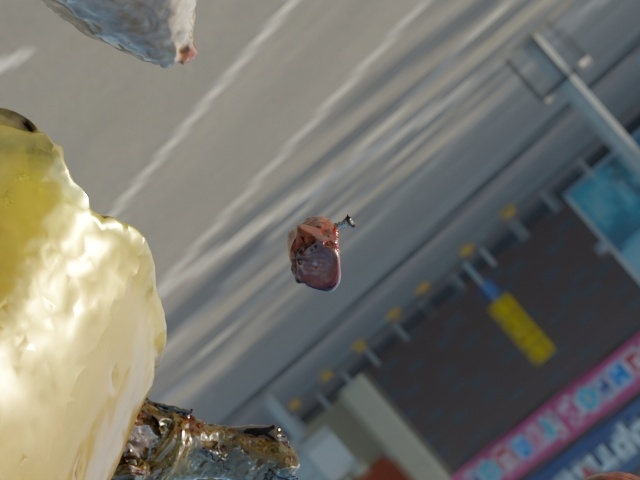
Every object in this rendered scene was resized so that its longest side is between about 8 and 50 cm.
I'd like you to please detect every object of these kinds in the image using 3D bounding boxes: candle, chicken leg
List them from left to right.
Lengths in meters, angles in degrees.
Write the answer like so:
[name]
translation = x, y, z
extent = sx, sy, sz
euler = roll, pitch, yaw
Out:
[chicken leg]
translation = -0.120, 0.155, 1.314
extent = 0.196, 0.125, 0.080
euler = 2, 119, -39
[candle]
translation = 0.000, 0.000, 1.383
extent = 0.048, 0.053, 0.162
euler = -43, -172, 8

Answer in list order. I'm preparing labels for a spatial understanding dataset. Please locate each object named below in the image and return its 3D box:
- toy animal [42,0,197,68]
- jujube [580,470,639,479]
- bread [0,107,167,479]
[toy animal]
translation = -0.191, -0.303, 1.415
extent = 0.188, 0.358, 0.226
euler = -23, -168, 10
[jujube]
translation = 0.227, 0.275, 1.432
extent = 0.109, 0.112, 0.176
euler = 23, -80, 59
[bread]
translation = -0.289, 0.143, 0.895
extent = 0.361, 0.250, 0.394
euler = -2, -136, 23
